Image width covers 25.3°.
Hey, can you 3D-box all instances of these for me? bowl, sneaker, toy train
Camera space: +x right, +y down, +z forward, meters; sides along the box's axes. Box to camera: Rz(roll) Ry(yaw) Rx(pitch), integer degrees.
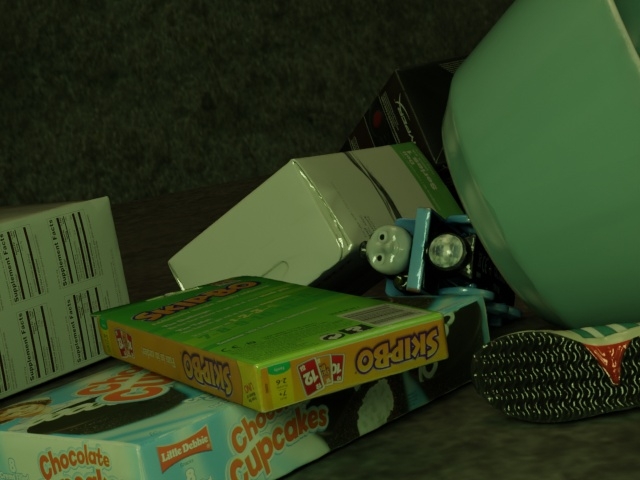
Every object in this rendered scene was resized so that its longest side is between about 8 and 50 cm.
[{"bbox_3d":[0.200,-0.052,1.019,0.163,0.312,0.311,-29,1,21],"label":"bowl"},{"bbox_3d":[0.175,0.079,0.870,0.161,0.057,0.075,-9,-9,22],"label":"sneaker"},{"bbox_3d":[0.097,0.022,1.105,0.105,0.080,0.184,3,-9,21],"label":"toy train"}]

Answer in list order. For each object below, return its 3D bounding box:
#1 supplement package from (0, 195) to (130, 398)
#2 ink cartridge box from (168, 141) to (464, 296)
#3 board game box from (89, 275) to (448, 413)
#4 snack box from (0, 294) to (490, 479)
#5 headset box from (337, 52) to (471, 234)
[{"bbox_3d":[-0.313,0.056,1.286,0.194,0.149,0.203,-4,10,40],"label":"supplement package"},{"bbox_3d":[0.000,0.000,1.216,0.160,0.093,0.219,-38,-12,27],"label":"ink cartridge box"},{"bbox_3d":[-0.044,0.057,0.895,0.124,0.039,0.259,-13,13,-28],"label":"board game box"},{"bbox_3d":[-0.055,0.103,0.937,0.187,0.060,0.322,-4,10,43],"label":"snack box"},{"bbox_3d":[0.138,-0.082,1.500,0.218,0.110,0.293,-14,-18,-24],"label":"headset box"}]
